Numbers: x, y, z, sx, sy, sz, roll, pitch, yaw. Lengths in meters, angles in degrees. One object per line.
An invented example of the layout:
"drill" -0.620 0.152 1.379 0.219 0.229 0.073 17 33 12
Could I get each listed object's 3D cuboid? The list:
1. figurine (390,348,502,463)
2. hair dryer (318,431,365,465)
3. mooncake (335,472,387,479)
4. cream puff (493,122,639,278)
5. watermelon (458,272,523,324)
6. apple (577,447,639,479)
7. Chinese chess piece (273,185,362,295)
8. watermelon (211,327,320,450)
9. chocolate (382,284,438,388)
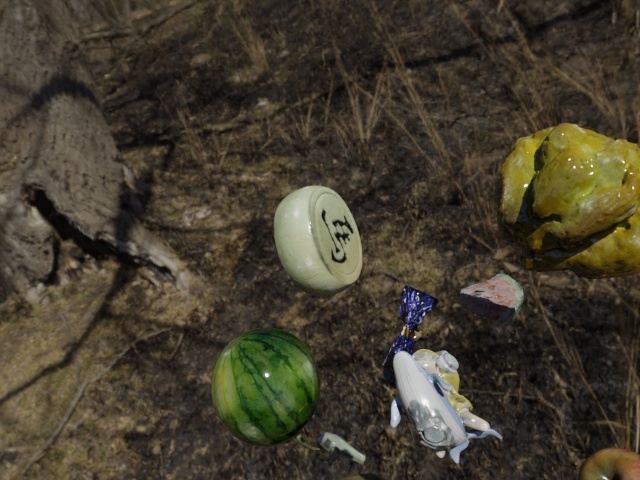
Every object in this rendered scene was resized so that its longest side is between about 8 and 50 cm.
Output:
"figurine" 0.196 0.269 0.829 0.128 0.208 0.184 -41 0 24
"hair dryer" 0.081 0.701 1.609 0.167 0.067 0.199 25 -1 -9
"mooncake" 0.103 0.701 1.028 0.378 0.378 0.201 -32 16 -29
"cream puff" 0.349 -0.049 0.688 0.244 0.244 0.196 1 56 30
"watermelon" 0.382 0.137 1.126 0.139 0.071 0.187 2 20 11
"apple" 0.681 0.570 1.104 0.188 0.174 0.188 -36 19 15
"Chinese chess piece" 0.000 0.000 1.117 0.101 0.250 0.250 -18 23 27
"watermelon" -0.086 0.256 0.848 0.188 0.214 0.188 -31 12 7
"chocolate" 0.288 0.321 1.639 0.148 0.126 0.343 8 74 43
